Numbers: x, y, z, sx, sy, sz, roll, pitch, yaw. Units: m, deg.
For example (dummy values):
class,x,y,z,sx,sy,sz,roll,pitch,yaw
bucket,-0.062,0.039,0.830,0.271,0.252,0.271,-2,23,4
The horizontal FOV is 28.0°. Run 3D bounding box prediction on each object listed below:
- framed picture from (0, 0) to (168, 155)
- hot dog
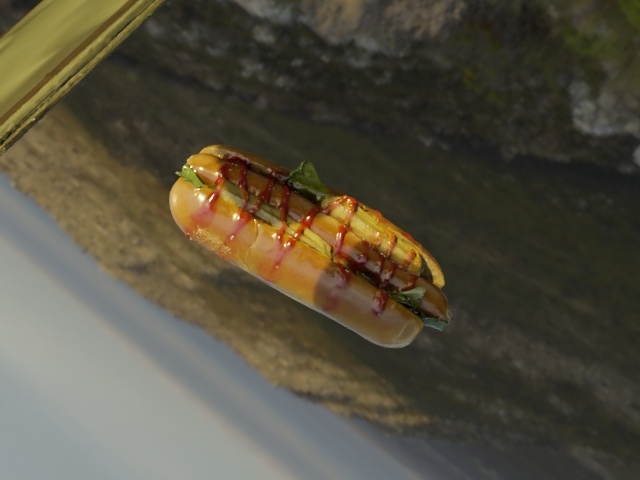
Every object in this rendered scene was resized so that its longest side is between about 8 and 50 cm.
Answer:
class,x,y,z,sx,sy,sz,roll,pitch,yaw
framed picture,-0.124,-0.080,0.556,0.010,0.173,0.231,50,163,-21
hot dog,0.000,0.000,1.033,0.250,0.104,0.076,30,145,1
